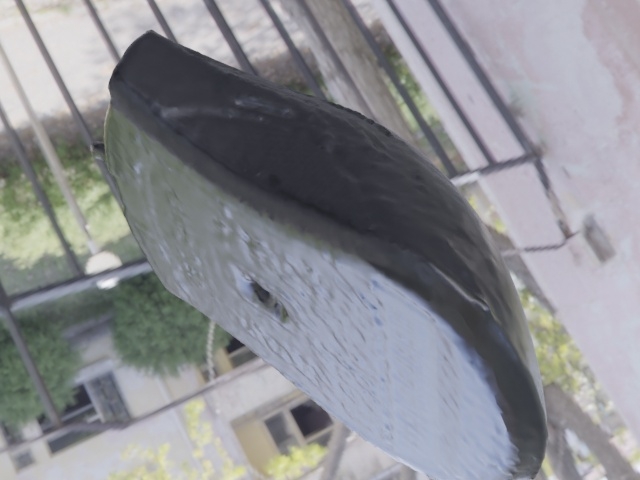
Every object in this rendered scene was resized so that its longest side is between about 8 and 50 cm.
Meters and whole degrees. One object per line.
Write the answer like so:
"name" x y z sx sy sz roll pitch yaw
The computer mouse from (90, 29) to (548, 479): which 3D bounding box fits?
"computer mouse" 0.000 0.000 0.429 0.088 0.264 0.147 -42 149 -30
